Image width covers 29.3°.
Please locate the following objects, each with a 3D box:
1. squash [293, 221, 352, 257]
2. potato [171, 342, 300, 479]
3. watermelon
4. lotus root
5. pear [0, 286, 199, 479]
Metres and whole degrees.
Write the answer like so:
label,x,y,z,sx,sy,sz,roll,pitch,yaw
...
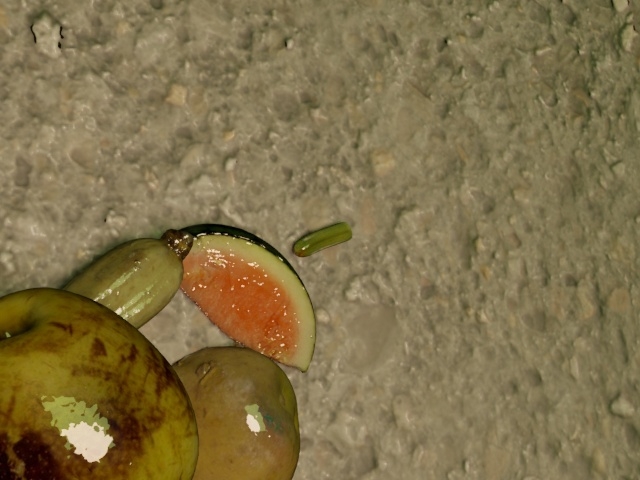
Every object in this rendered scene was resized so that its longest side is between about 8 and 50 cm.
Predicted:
label,x,y,z,sx,sy,sz,roll,pitch,yaw
squash,0.000,0.000,1.555,0.083,0.027,0.027,-20,90,-33
potato,-0.084,0.214,1.405,0.182,0.117,0.202,-11,84,-36
watermelon,-0.090,0.056,1.473,0.245,0.063,0.119,38,84,-20
lotus root,-0.217,0.051,1.377,0.183,0.077,0.090,-41,113,-24
pear,-0.260,0.188,1.205,0.283,0.283,0.284,8,75,-30
